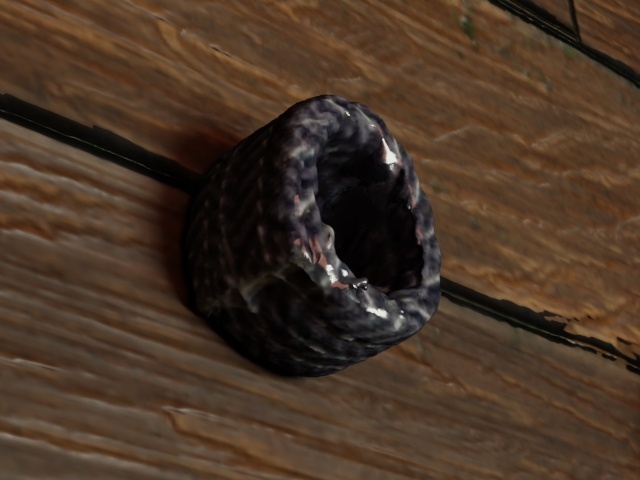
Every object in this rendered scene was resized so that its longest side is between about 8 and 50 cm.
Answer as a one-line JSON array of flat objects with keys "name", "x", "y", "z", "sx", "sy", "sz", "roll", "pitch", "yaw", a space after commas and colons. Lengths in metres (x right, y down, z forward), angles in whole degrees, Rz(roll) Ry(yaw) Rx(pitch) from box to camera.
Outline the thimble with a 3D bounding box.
[{"name": "thimble", "x": 0.001, "y": -0.001, "z": 0.753, "sx": 0.095, "sy": 0.066, "sz": 0.104, "roll": 45, "pitch": 38, "yaw": -19}]
